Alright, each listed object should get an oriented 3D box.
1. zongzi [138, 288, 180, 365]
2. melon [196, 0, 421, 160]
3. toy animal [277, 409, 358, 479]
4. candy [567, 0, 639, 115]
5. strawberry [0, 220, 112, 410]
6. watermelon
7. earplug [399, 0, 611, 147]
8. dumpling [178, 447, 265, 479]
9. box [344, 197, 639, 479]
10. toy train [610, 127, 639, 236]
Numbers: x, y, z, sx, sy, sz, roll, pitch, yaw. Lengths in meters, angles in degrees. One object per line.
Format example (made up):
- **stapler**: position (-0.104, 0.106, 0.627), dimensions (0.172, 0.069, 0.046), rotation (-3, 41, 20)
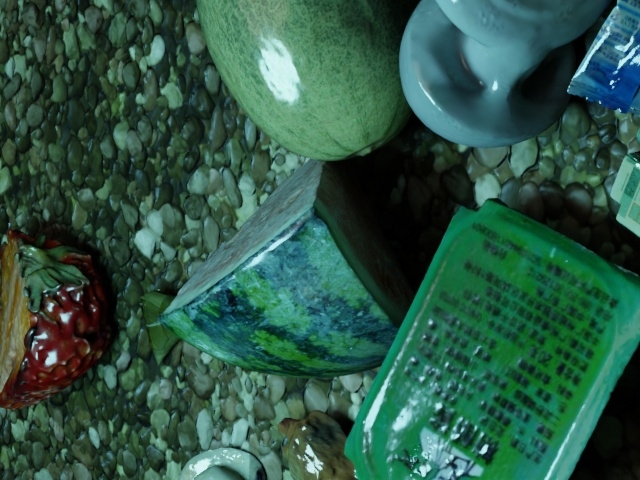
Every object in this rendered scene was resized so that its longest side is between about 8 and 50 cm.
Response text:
- **zongzi**: position (-0.194, 0.128, 2.051), dimensions (0.104, 0.052, 0.113), rotation (11, 115, 41)
- **melon**: position (-0.008, -0.247, 1.661), dimensions (0.248, 0.248, 0.329), rotation (-22, 83, 46)
- **toy animal**: position (0.037, 0.330, 1.782), dimensions (0.312, 0.097, 0.157), rotation (41, 116, 36)
- **candy**: position (0.306, -0.185, 1.458), dimensions (0.088, 0.038, 0.136), rotation (23, 113, 1)
- **strawberry**: position (-0.386, 0.137, 2.192), dimensions (0.253, 0.150, 0.280), rotation (-137, 52, -61)
- **watermelon**: position (0.015, 0.021, 1.686), dimensions (0.250, 0.283, 0.292), rotation (8, 77, 57)
- **earplug**: position (0.178, -0.242, 1.498), dimensions (0.175, 0.214, 0.325), rotation (-113, 31, -54)
- **dumpling**: position (-0.135, 0.363, 1.968), dimensions (0.150, 0.092, 0.176), rotation (6, 97, 44)
- **box**: position (0.197, 0.151, 1.543), dimensions (0.264, 0.106, 0.337), rotation (33, 102, 42)
- **toy train**: position (0.365, -0.033, 1.405), dimensions (0.194, 0.081, 0.125), rotation (42, 133, 34)
